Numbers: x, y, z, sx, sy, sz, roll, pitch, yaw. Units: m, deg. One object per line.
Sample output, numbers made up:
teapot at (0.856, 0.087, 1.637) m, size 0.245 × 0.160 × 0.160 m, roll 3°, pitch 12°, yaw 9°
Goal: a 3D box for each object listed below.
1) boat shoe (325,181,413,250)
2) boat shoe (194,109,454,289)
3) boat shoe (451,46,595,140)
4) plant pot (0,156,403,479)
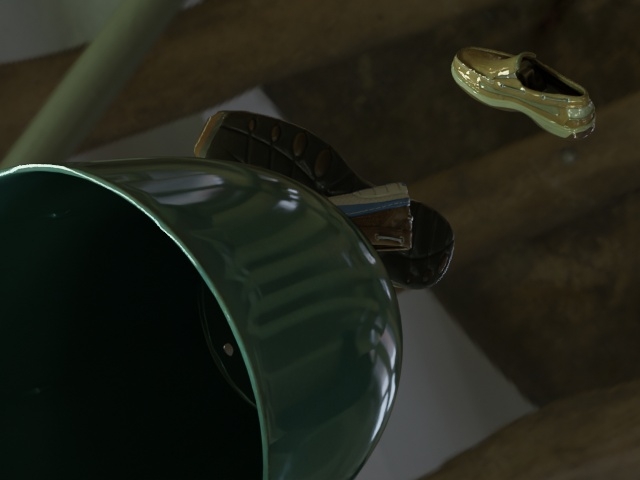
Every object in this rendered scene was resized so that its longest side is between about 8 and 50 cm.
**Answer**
boat shoe at (0.000, 0.000, 1.100) m, size 0.183 × 0.066 × 0.066 m, roll -14°, pitch -94°, yaw -21°
boat shoe at (-0.003, -0.040, 1.472) m, size 0.324 × 0.122 × 0.120 m, roll 31°, pitch 177°, yaw -26°
boat shoe at (0.225, -0.182, 1.460) m, size 0.190 × 0.072 × 0.068 m, roll 29°, pitch -119°, yaw 31°
plant pot at (-0.082, 0.078, 0.870) m, size 0.235 × 0.293 × 0.293 m, roll -18°, pitch -107°, yaw -53°
